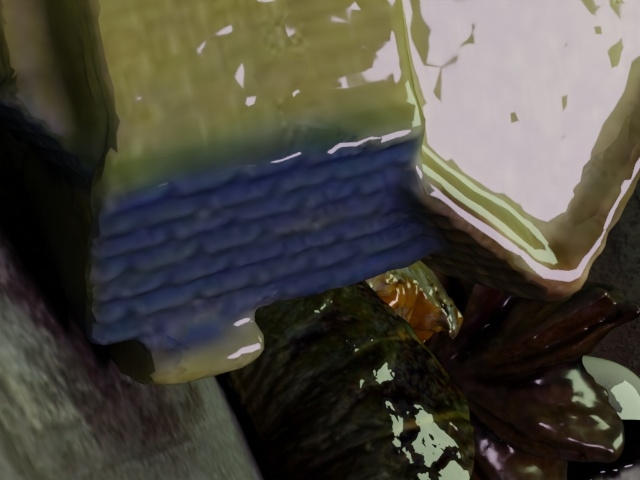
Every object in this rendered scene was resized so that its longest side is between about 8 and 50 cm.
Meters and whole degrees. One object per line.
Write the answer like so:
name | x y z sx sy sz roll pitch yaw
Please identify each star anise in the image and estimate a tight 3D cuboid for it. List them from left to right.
star anise | 0.113 0.088 1.395 0.315 0.108 0.315 27 -48 35

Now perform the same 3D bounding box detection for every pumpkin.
pumpkin | -0.001 0.061 1.027 0.163 0.111 0.278 56 9 -22

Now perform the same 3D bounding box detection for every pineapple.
pineapple | 0.000 0.000 1.272 0.236 0.114 0.186 55 10 -35

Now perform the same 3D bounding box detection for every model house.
model house | -0.020 -0.093 0.797 0.261 0.321 0.266 -161 -122 -69

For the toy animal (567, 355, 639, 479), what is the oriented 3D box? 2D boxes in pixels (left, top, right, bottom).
toy animal | 0.220 0.232 1.628 0.251 0.251 0.310 61 -6 -17
